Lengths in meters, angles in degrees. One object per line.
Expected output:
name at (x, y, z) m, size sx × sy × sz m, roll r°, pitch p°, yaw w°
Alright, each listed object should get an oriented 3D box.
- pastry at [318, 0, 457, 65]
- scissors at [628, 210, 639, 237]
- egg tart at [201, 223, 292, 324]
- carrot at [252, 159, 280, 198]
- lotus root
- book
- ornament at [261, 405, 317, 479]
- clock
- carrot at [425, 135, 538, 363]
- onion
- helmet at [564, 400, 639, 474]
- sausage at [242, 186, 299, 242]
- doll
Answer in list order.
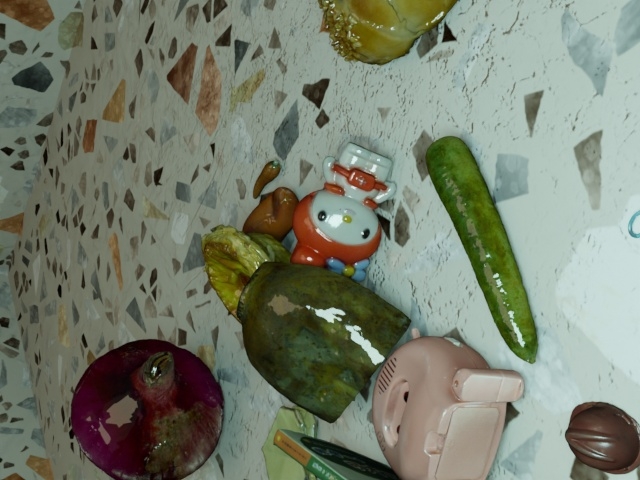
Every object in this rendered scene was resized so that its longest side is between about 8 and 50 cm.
pastry at (0.097, -0.433, 1.234) m, size 0.311 × 0.162 × 0.255 m, roll -45°, pitch 57°, yaw 46°
scissors at (0.410, -0.044, 0.913) m, size 0.058 × 0.014 × 0.119 m, roll 51°, pitch 132°, yaw 41°
egg tart at (-0.117, 0.077, 1.523) m, size 0.295 × 0.116 × 0.295 m, roll 35°, pitch 148°, yaw 26°
carrot at (-0.117, -0.132, 1.643) m, size 0.142 × 0.035 × 0.035 m, roll -47°, pitch 53°, yaw 53°
lotus root at (-0.029, 0.160, 1.291) m, size 0.260 × 0.149 × 0.267 m, roll 36°, pitch 137°, yaw 4°
book at (0.122, 0.387, 1.116) m, size 0.371 × 0.260 × 0.043 m, roll 19°, pitch 80°, yaw 53°
ornament at (-0.070, 0.432, 1.552) m, size 0.180 × 0.059 × 0.201 m, roll -6°, pitch 82°, yaw 55°
clock at (0.156, 0.253, 1.149) m, size 0.241 × 0.142 × 0.227 m, roll 31°, pitch 109°, yaw 61°
carrot at (0.237, 0.008, 1.110) m, size 0.074 × 0.074 × 0.358 m, roll -42°, pitch 58°, yaw 46°
onion at (-0.376, 0.356, 1.713) m, size 0.385 × 0.348 × 0.347 m, roll 113°, pitch 141°, yaw -50°
helmet at (0.342, 0.252, 0.969) m, size 0.111 × 0.057 × 0.089 m, roll 5°, pitch 96°, yaw 54°
sausage at (-0.098, -0.043, 1.577) m, size 0.179 × 0.089 × 0.089 m, roll -45°, pitch 55°, yaw 41°
doll at (0.029, -0.021, 1.327) m, size 0.130 × 0.161 × 0.290 m, roll -112°, pitch 44°, yaw -74°
